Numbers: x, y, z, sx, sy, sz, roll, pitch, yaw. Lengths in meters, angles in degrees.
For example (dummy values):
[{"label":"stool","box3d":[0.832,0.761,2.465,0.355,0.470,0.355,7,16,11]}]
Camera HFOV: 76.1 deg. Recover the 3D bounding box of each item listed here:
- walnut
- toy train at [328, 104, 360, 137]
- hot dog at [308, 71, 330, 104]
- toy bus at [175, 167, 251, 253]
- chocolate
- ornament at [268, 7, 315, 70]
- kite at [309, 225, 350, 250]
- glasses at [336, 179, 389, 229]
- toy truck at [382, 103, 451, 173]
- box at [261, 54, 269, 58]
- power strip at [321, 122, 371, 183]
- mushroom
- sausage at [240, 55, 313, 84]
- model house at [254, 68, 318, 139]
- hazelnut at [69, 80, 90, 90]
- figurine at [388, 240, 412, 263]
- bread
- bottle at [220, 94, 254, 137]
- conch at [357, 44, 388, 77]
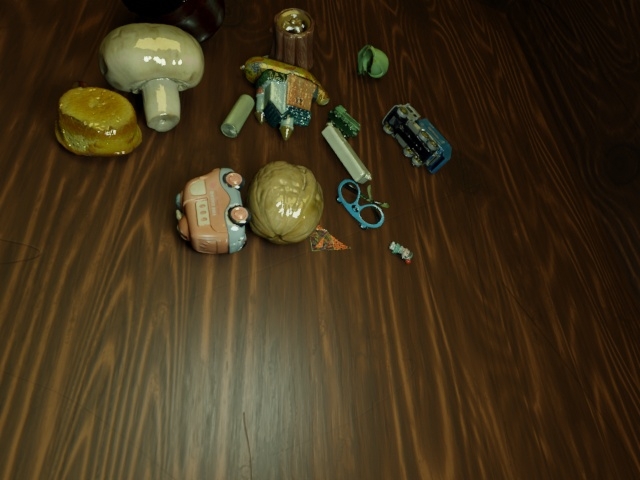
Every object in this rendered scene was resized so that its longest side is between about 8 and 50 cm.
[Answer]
[{"label":"walnut","box3d":[-0.123,-0.136,1.436,0.277,0.252,0.313,14,56,-15]},{"label":"toy train","box3d":[0.114,-0.552,1.910,0.170,0.071,0.111,43,46,4]},{"label":"hot dog","box3d":[-0.058,-0.768,1.959,0.083,0.068,0.289,-33,80,-28]},{"label":"toy bus","box3d":[-0.357,-0.090,1.355,0.232,0.194,0.288,-9,66,-15]},{"label":"chocolate","box3d":[-0.580,-1.004,1.691,0.383,0.331,0.384,-1,86,8]},{"label":"ornament","box3d":[-0.116,-0.902,1.853,0.221,0.217,0.235,-33,76,-17]},{"label":"kite","box3d":[0.000,0.001,1.563,0.222,0.008,0.125,39,53,1]},{"label":"glasses","box3d":[0.198,-0.176,1.701,0.239,0.102,0.207,46,54,6]},{"label":"toy truck","box3d":[0.477,-0.500,2.002,0.367,0.146,0.175,51,47,7]},{"label":"box","box3d":[-0.204,-0.816,1.945,0.167,0.024,0.090,48,55,8]},{"label":"power strip","box3d":[0.108,-0.384,1.789,0.338,0.058,0.098,58,23,14]},{"label":"mushroom","box3d":[-0.586,-0.621,1.465,0.353,0.325,0.353,35,33,-26]},{"label":"sausage","box3d":[-0.187,-0.737,1.835,0.347,0.123,0.123,10,58,-13]},{"label":"model house","box3d":[-0.157,-0.549,1.739,0.253,0.184,0.291,11,71,-26]},{"label":"hazelnut","box3d":[-0.840,-0.519,1.446,0.086,0.086,0.086,11,57,-19]},{"label":"figurine","box3d":[0.326,0.048,1.663,0.106,0.047,0.060,33,44,-1]},{"label":"bread","box3d":[-0.741,-0.398,1.375,0.268,0.146,0.268,13,53,-19]},{"label":"bottle","box3d":[-0.336,-0.511,1.673,0.072,0.072,0.201,25,54,-10]},{"label":"conch","box3d":[0.259,-0.928,2.134,0.250,0.143,0.137,-23,117,-53]}]
